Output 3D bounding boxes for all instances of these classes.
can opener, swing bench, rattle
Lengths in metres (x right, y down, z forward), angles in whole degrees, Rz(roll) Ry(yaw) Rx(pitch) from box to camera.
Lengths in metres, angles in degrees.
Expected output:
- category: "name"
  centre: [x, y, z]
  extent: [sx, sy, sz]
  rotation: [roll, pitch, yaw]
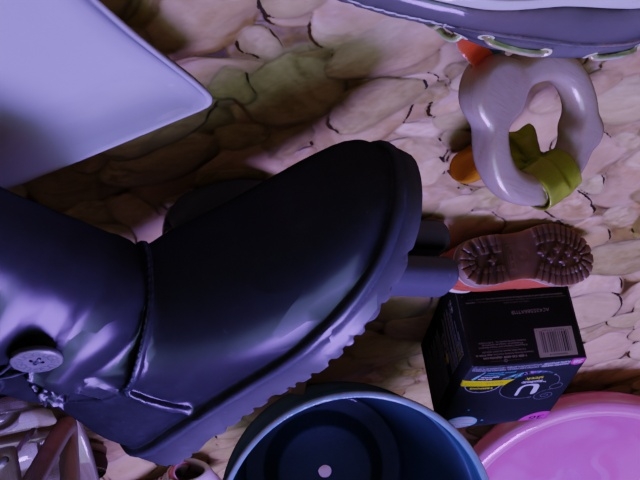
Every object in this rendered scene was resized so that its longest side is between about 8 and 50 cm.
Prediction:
- category: "can opener"
  centre: [0.000, 0.000, 1.452]
  extent: [0.283, 0.076, 0.095]
  rotation: [3, 150, -27]
- category: "swing bench"
  centre: [-0.343, 0.239, 1.503]
  extent: [0.253, 0.254, 0.165]
  rotation: [-12, 117, 1]
- category: "rattle"
  centre: [0.125, -0.120, 1.320]
  extent: [0.130, 0.143, 0.200]
  rotation: [-48, 128, 2]

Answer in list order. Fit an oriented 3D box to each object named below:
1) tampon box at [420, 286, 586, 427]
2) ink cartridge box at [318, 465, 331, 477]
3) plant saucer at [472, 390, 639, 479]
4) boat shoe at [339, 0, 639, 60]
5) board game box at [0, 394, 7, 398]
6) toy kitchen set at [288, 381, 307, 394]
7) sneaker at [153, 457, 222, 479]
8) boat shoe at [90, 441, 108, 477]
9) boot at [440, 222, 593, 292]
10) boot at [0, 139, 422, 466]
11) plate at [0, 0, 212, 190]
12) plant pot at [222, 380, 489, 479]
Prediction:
- category: "tampon box"
  centre: [0.180, 0.111, 1.698]
  extent: [0.120, 0.101, 0.161]
  rotation: [-5, 152, -11]
- category: "ink cartridge box"
  centre: [0.068, 0.488, 2.061]
  extent: [0.166, 0.395, 0.285]
  rotation: [-20, 151, 21]
- category: "plant saucer"
  centre: [0.301, 0.302, 2.014]
  extent: [0.332, 0.084, 0.332]
  rotation: [-5, 123, -7]
- category: "boat shoe"
  centre: [0.119, -0.172, 1.133]
  extent: [0.305, 0.109, 0.091]
  rotation: [-1, 146, -27]
- category: "board game box"
  centre: [-0.323, 0.115, 1.563]
  extent: [0.242, 0.064, 0.316]
  rotation: [0, 151, -20]
- category: "toy kitchen set"
  centre: [-0.051, 0.096, 1.631]
  extent: [0.075, 0.083, 0.068]
  rotation: [10, -173, -35]
- category: "sneaker"
  centre: [-0.176, 0.283, 1.961]
  extent: [0.134, 0.051, 0.070]
  rotation: [-7, 133, 21]
- category: "boat shoe"
  centre: [-0.331, 0.263, 1.834]
  extent: [0.207, 0.073, 0.073]
  rotation: [-4, 151, -15]
- category: "boot"
  centre: [0.178, 0.021, 1.591]
  extent: [0.158, 0.059, 0.084]
  rotation: [-1, 169, -27]
- category: "boot"
  centre: [-0.197, -0.008, 1.226]
  extent: [0.445, 0.146, 0.367]
  rotation: [26, 122, -33]
- category: "plate"
  centre: [-0.258, -0.118, 1.166]
  extent: [0.278, 0.045, 0.277]
  rotation: [-21, 152, 18]
- category: "plant pot"
  centre: [0.020, 0.264, 1.728]
  extent: [0.272, 0.271, 0.255]
  rotation: [-8, -173, -6]
